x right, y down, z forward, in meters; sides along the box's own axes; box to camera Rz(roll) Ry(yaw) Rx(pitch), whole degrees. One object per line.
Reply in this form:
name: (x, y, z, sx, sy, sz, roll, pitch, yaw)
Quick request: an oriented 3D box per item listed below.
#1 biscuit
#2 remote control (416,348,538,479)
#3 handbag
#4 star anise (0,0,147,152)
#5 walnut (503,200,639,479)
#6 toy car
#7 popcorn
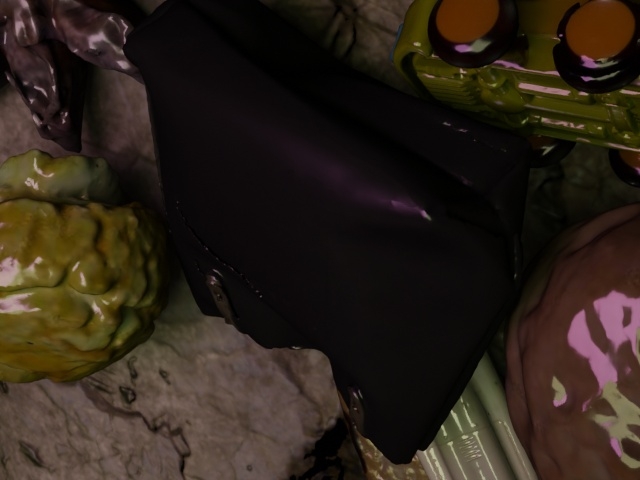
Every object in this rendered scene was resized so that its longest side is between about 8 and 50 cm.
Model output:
biscuit: (0.060, 0.167, 0.955, 0.071, 0.018, 0.147, -18, 96, 21)
remote control: (0.117, 0.154, 0.906, 0.090, 0.049, 0.230, -24, 94, 11)
handbag: (0.000, 0.000, 0.828, 0.342, 0.152, 0.288, 36, 137, 32)
star anise: (-0.233, -0.229, 0.909, 0.331, 0.117, 0.332, 7, 111, 18)
walnut: (0.259, 0.093, 0.743, 0.227, 0.273, 0.273, 10, 113, 63)
toy car: (0.178, -0.138, 0.751, 0.247, 0.200, 0.142, 14, 80, 26)
popcorn: (-0.225, 0.026, 0.926, 0.221, 0.204, 0.184, -24, 55, 52)
